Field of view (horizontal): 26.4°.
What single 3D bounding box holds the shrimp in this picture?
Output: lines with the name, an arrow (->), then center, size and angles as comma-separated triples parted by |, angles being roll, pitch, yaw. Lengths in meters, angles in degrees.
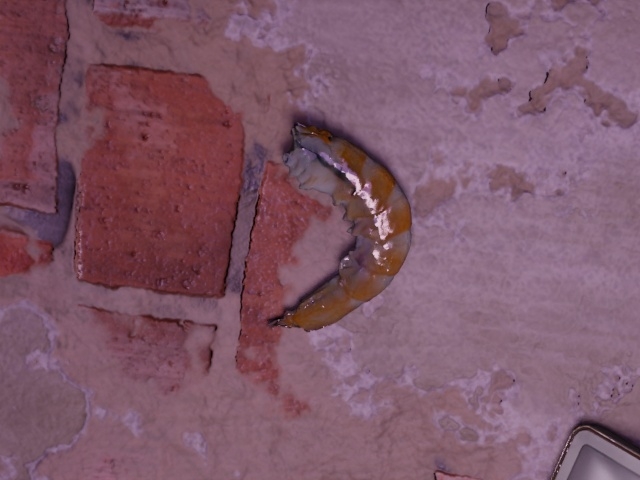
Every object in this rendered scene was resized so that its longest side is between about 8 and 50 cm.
shrimp -> 0.031, -0.010, 1.837 | 0.185, 0.068, 0.287 | 8, 108, 8

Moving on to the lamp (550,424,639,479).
lamp -> 0.392, 0.412, 1.776 | 0.266, 0.047, 0.269 | 30, 100, 41
